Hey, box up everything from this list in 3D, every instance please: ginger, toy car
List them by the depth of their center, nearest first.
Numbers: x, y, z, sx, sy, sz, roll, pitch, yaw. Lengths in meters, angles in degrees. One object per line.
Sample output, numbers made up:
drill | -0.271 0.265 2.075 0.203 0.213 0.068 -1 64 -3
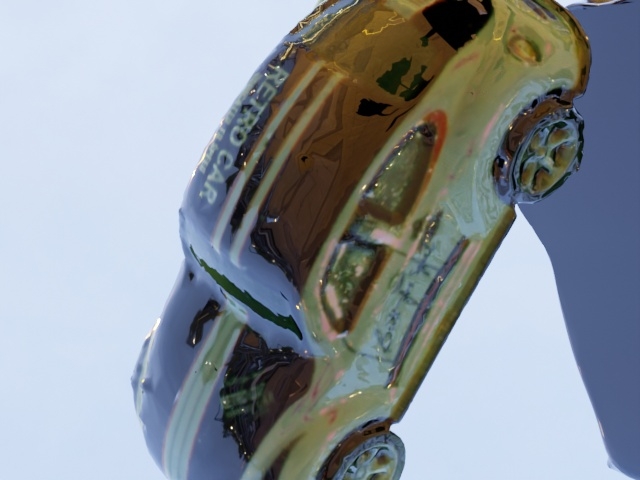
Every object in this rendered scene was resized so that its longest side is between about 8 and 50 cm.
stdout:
toy car | 0.000 0.000 0.883 0.136 0.306 0.125 37 -170 39
ginger | 0.289 -0.024 1.227 0.211 0.413 0.358 -19 -108 -37
